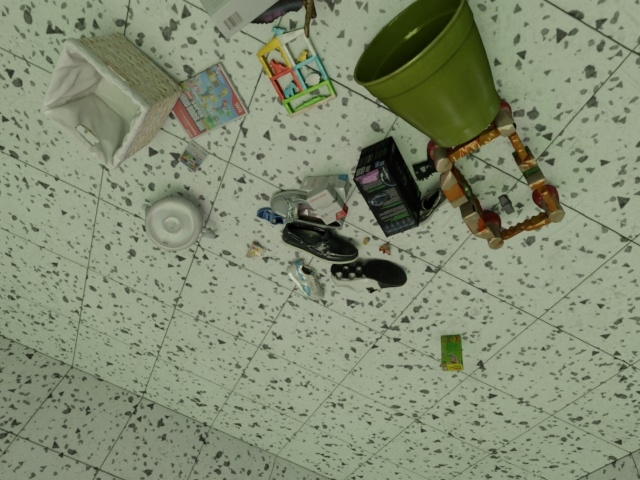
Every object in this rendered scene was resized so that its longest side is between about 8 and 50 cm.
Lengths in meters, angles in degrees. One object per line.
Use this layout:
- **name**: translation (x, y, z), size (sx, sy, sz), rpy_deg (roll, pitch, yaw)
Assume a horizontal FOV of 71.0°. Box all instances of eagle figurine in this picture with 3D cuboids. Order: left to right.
- **eagle figurine**: translation (-0.133, -0.775, 1.356), size (0.298, 0.225, 0.226), rpy_deg (27, 88, 30)

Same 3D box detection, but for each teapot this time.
- **teapot**: translation (-0.625, -0.078, 1.960), size (0.253, 0.187, 0.255), rpy_deg (-23, 102, -3)

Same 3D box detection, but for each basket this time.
- **basket**: translation (-0.738, -0.499, 1.606), size (0.328, 0.266, 0.331), rpy_deg (42, 124, -9)

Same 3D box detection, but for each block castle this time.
- **block castle**: translation (0.597, -0.215, 1.543), size (0.303, 0.212, 0.453), rpy_deg (-30, 116, 26)

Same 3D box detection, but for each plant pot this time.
- **plant pot**: translation (0.351, -0.482, 1.351), size (0.367, 0.366, 0.353), rpy_deg (-30, 126, 30)

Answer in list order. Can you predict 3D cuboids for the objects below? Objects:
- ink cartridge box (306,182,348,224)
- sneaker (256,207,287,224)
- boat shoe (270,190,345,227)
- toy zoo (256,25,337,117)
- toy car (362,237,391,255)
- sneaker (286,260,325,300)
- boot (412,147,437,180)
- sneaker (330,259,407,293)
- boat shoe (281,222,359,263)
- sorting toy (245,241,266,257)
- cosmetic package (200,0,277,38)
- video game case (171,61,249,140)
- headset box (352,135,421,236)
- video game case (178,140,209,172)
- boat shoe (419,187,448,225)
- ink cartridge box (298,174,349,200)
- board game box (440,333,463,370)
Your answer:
- **ink cartridge box**: translation (0.027, -0.139, 1.697), size (0.099, 0.056, 0.135), rpy_deg (-24, 120, 29)
- **sneaker**: translation (-0.205, -0.100, 1.911), size (0.144, 0.059, 0.053), rpy_deg (8, 129, 9)
- **boat shoe**: translation (-0.055, -0.119, 1.832), size (0.321, 0.103, 0.118), rpy_deg (14, 127, 3)
- **toy zoo**: translation (-0.089, -0.591, 1.545), size (0.193, 0.030, 0.293), rpy_deg (-18, 119, 24)
- **toy car**: translation (0.244, 0.021, 1.894), size (0.122, 0.060, 0.040), rpy_deg (24, 96, -12)
- **sneaker**: translation (-0.051, 0.187, 2.066), size (0.092, 0.087, 0.228), rpy_deg (-32, 115, 28)
- **boot**: translation (0.385, -0.283, 1.646), size (0.099, 0.045, 0.121), rpy_deg (-19, 120, 28)
- **sneaker**: translation (0.212, 0.167, 1.982), size (0.331, 0.122, 0.146), rpy_deg (6, 144, 9)
- **boat shoe**: translation (0.001, -0.003, 1.890), size (0.340, 0.127, 0.113), rpy_deg (20, 140, 11)
- **sorting toy**: translation (-0.290, 0.050, 2.054), size (0.075, 0.044, 0.083), rpy_deg (26, 127, -15)
- **cosmetic package**: translation (-0.181, -0.775, 1.219), size (0.377, 0.284, 0.097), rpy_deg (-34, 155, 8)
- **video game case**: translation (-0.434, -0.515, 1.689), size (0.285, 0.025, 0.204), rpy_deg (-17, 120, 24)
- **headset box**: translation (0.252, -0.186, 1.619), size (0.131, 0.246, 0.283), rpy_deg (-20, 118, 26)
- **video game case**: translation (-0.521, -0.344, 1.842), size (0.087, 0.011, 0.122), rpy_deg (39, 125, -15)
- **boat shoe**: translation (0.401, -0.131, 1.705), size (0.070, 0.077, 0.219), rpy_deg (-4, 149, -33)
- **ink cartridge box**: translation (0.016, -0.203, 1.755), size (0.180, 0.104, 0.060), rpy_deg (-1, 128, 15)
- **board game box**: translation (0.608, 0.519, 2.083), size (0.092, 0.181, 0.043), rpy_deg (-8, 123, 19)
